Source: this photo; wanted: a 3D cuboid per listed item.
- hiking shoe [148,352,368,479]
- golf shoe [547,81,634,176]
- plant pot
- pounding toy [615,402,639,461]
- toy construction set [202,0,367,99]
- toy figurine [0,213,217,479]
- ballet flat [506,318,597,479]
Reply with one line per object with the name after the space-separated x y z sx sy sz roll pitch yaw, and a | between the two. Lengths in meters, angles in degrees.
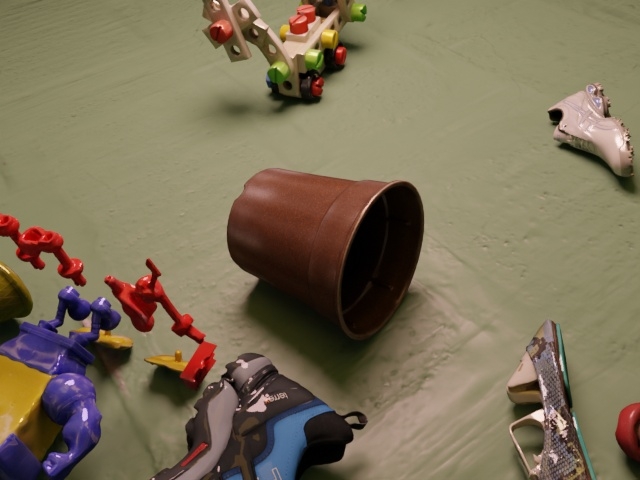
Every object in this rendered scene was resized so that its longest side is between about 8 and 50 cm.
-0.081 0.230 0.445 0.132 0.113 0.304 25 59 12 | hiking shoe
0.368 -0.140 0.810 0.086 0.069 0.176 -18 40 16 | golf shoe
0.000 0.000 0.637 0.165 0.167 0.167 18 50 32 | plant pot
0.329 0.121 0.505 0.183 0.110 0.236 10 79 -26 | pounding toy
-0.034 -0.357 0.937 0.151 0.215 0.328 27 54 28 | toy construction set
-0.305 0.114 0.533 0.363 0.191 0.217 15 54 20 | toy figurine
0.200 0.151 0.532 0.070 0.070 0.188 1 43 7 | ballet flat
